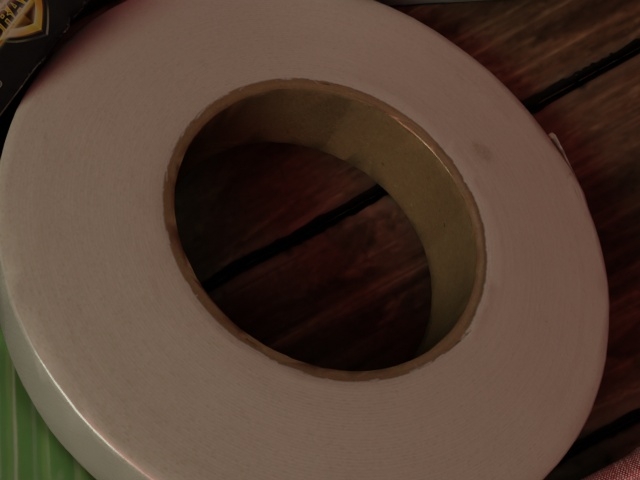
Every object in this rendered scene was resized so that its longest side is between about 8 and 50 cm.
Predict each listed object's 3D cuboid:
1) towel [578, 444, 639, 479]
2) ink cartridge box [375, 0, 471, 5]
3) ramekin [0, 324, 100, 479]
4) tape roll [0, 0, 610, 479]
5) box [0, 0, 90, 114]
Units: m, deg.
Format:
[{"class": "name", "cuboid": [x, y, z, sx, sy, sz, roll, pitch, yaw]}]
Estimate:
[{"class": "towel", "cuboid": [0.120, 0.276, 0.577, 0.329, 0.037, 0.237, -31, 128, 5]}, {"class": "ink cartridge box", "cuboid": [0.077, -0.321, 0.579, 0.198, 0.197, 0.269, -2, 89, 6]}, {"class": "ramekin", "cuboid": [-0.217, 0.198, 0.545, 0.304, 0.303, 0.148, -29, 44, 5]}, {"class": "tape roll", "cuboid": [0.000, 0.000, 0.541, 0.392, 0.072, 0.391, 10, 59, -17]}, {"class": "box", "cuboid": [-0.302, -0.061, 0.553, 0.073, 0.296, 0.293, 40, 76, -34]}]
